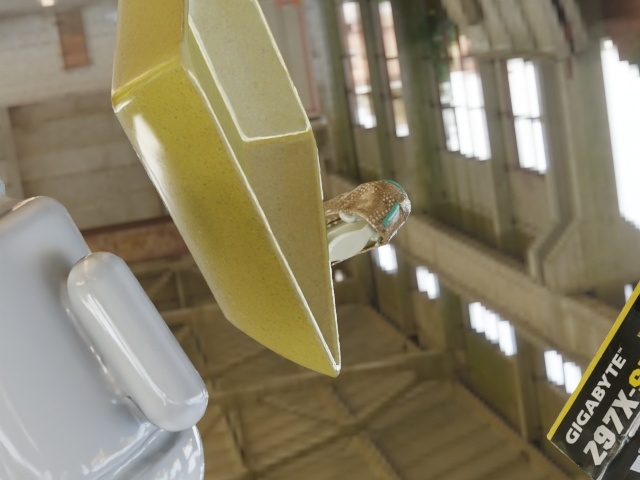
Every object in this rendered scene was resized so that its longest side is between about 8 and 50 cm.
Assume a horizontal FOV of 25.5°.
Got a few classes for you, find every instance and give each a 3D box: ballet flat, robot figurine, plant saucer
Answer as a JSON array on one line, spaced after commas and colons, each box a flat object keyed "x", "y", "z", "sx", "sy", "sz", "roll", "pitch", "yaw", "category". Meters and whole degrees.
[{"x": 0.000, "y": 0.000, "z": 1.395, "sx": 0.206, "sy": 0.073, "sz": 0.067, "roll": -30, "pitch": -157, "yaw": 43, "category": "ballet flat"}, {"x": -0.211, "y": 0.110, "z": 0.969, "sx": 0.300, "sy": 0.353, "sz": 0.200, "roll": -23, "pitch": -169, "yaw": 37, "category": "robot figurine"}, {"x": -0.081, "y": -0.099, "z": 1.134, "sx": 0.081, "sy": 0.332, "sz": 0.333, "roll": -16, "pitch": -140, "yaw": 9, "category": "plant saucer"}]

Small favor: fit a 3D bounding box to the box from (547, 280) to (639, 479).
[{"x": 0.382, "y": 0.115, "z": 1.239, "sx": 0.322, "sy": 0.257, "sz": 0.079, "roll": 19, "pitch": -164, "yaw": -38, "category": "box"}]
